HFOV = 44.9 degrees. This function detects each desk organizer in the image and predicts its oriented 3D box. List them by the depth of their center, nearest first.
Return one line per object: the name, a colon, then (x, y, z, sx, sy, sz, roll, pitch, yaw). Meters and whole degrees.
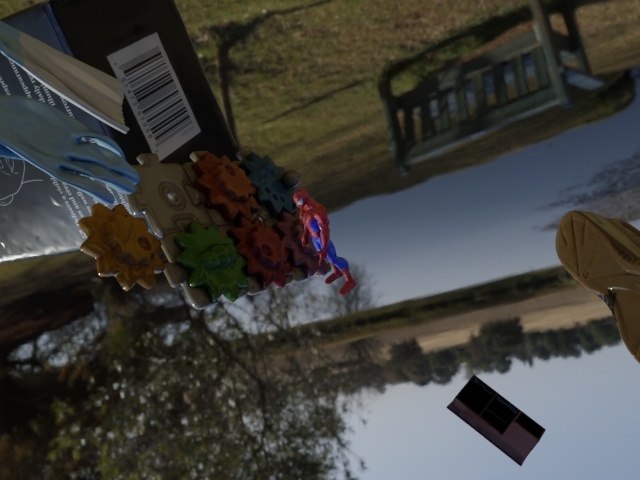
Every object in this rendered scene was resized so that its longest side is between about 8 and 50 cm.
desk organizer: (0.253, 0.257, 1.116, 0.047, 0.130, 0.050, -17, 140, -61)

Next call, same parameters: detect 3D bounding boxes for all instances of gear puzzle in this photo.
gear puzzle: (-0.104, -0.023, 0.776, 0.044, 0.175, 0.339, -36, 167, 31)

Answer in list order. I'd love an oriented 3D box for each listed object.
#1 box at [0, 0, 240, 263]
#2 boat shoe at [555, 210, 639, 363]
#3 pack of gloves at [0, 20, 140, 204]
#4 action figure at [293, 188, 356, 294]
box: (-0.353, -0.153, 1.032, 0.395, 0.293, 0.212, -7, -153, 32)
boat shoe: (0.449, 0.069, 1.028, 0.110, 0.341, 0.121, -1, 129, -21)
pack of gloves: (-0.222, -0.125, 0.534, 0.232, 0.195, 0.046, 24, 117, -37)
action figure: (0.000, 0.000, 0.685, 0.030, 0.115, 0.038, -31, -142, -14)
